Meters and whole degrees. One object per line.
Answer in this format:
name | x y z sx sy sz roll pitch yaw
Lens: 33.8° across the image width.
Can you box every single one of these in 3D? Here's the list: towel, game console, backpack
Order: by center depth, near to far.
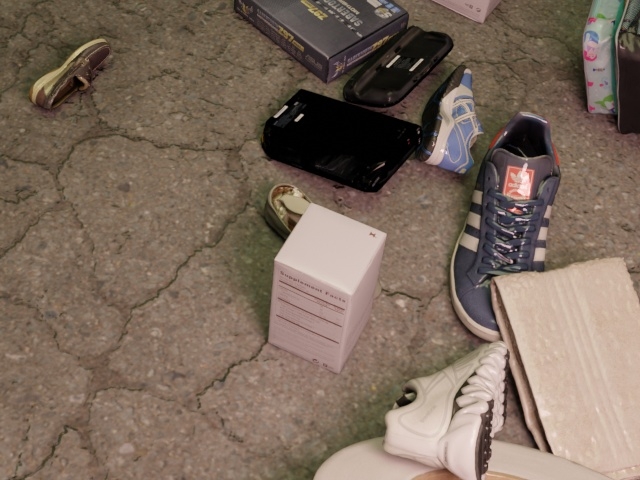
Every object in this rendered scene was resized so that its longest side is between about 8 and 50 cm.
towel | 0.333 0.162 1.297 0.187 0.049 0.282 -9 70 -14
game console | 0.088 -0.214 1.583 0.213 0.044 0.361 22 52 29
backpack | 0.506 -0.307 1.606 0.191 0.225 0.254 14 61 27

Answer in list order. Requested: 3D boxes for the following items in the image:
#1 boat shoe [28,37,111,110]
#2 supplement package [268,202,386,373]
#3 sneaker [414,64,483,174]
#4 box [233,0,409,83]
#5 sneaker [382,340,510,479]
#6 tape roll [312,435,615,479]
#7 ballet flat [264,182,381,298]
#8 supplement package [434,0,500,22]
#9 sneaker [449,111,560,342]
boat shoe | -0.367 -0.245 1.585 0.049 0.056 0.152 38 67 16
supplement package | 0.006 0.061 1.296 0.105 0.179 0.105 23 53 12
sneaker | 0.201 -0.179 1.586 0.081 0.080 0.211 28 52 -11
box | 0.000 -0.374 1.717 0.183 0.059 0.232 -34 62 -27
sneaker | 0.151 0.181 1.203 0.118 0.110 0.292 3 10 18
tape roll | 0.176 0.303 1.052 0.391 0.072 0.392 8 13 -2
ballet flat | 0.000 0.000 1.416 0.072 0.068 0.213 -34 62 -28
supplement package | 0.264 -0.536 1.817 0.204 0.145 0.262 29 54 16
sneaker | 0.254 -0.032 1.417 0.131 0.148 0.350 10 52 2
